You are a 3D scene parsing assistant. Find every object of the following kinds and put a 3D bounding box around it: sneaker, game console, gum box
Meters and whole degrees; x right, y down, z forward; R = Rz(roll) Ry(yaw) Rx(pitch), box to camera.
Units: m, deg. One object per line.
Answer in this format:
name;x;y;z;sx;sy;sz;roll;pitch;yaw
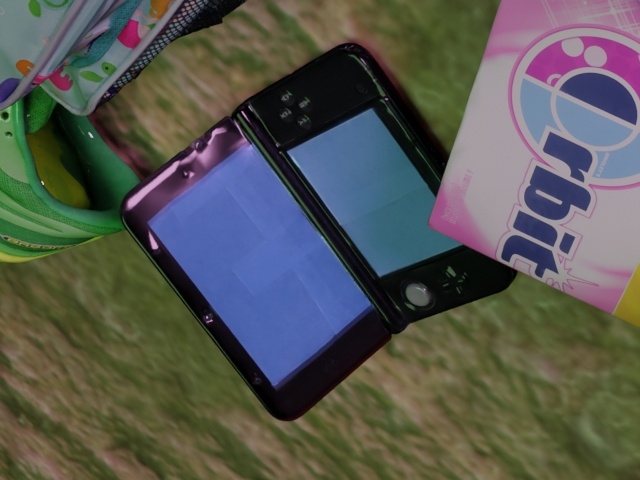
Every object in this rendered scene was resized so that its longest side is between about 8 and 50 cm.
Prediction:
sneaker;-0.177;-0.107;0.624;0.124;0.109;0.295;-3;139;26
game console;0.000;0.000;0.607;0.124;0.085;0.144;-24;109;43
gum box;0.120;-0.057;0.497;0.107;0.062;0.188;27;134;14

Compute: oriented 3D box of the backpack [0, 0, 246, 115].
backpack;-0.087;-0.186;0.458;0.253;0.191;0.225;-33;100;40
